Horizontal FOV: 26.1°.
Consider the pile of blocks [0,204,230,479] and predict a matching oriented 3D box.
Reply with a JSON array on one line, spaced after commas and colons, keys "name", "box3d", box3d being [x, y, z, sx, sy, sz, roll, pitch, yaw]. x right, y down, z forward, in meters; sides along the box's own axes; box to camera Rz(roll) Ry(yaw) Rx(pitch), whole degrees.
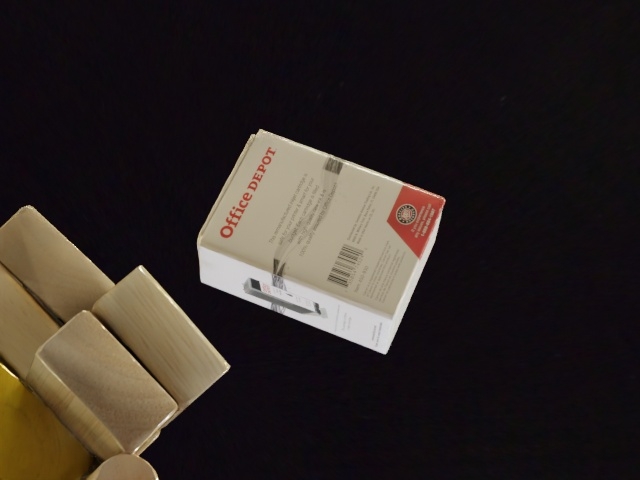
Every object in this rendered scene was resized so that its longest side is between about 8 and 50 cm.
[{"name": "pile of blocks", "box3d": [-0.085, 0.159, 0.385, 0.148, 0.112, 0.362, -4, -105, -18]}]

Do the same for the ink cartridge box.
[{"name": "ink cartridge box", "box3d": [0.000, 0.000, 0.903, 0.135, 0.056, 0.099, 21, -119, 9]}]
